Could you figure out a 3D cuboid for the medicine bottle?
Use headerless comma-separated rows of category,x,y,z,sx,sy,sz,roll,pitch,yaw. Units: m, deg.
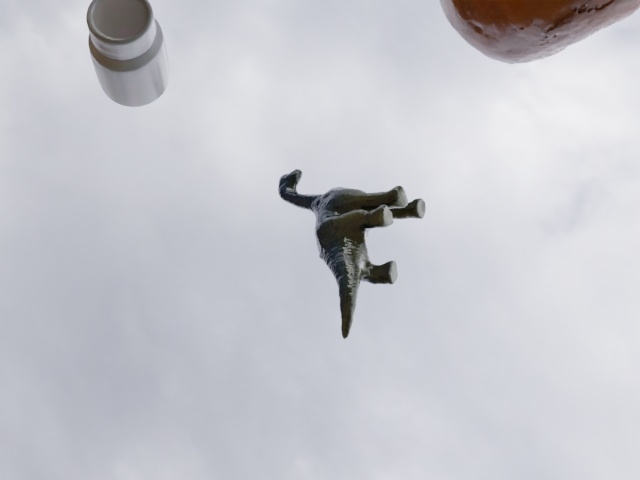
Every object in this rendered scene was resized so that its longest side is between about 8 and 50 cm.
medicine bottle,-0.134,-0.134,0.778,0.052,0.052,0.089,60,-11,16

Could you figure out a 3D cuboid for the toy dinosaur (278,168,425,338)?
toy dinosaur,0.000,0.000,1.147,0.188,0.247,0.075,-7,-48,30

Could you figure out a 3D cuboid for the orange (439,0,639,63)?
orange,0.260,-0.330,1.260,0.284,0.284,0.226,-31,-89,40
